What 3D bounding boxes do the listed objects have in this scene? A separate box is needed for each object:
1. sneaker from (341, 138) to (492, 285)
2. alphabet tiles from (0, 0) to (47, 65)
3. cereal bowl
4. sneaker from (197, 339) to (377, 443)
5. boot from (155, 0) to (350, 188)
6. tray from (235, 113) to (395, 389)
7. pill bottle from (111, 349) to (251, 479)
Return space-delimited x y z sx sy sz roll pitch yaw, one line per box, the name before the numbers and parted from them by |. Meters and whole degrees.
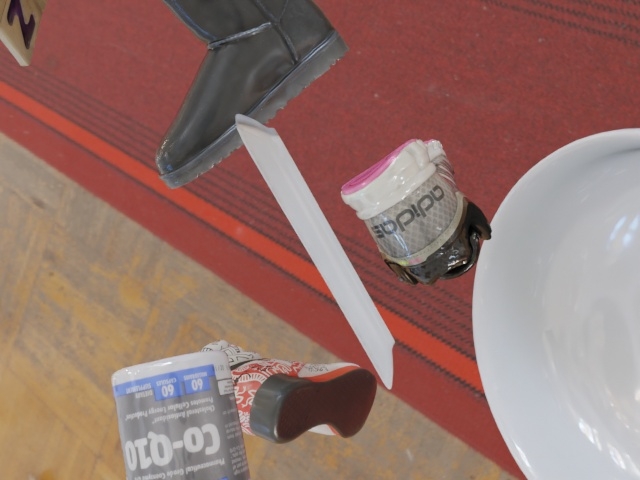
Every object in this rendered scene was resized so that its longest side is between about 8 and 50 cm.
sneaker | 0.057 -0.013 0.420 0.063 0.170 0.075 -32 89 11
alphabet tiles | -0.251 -0.284 0.492 0.011 0.342 0.285 4 70 5
cereal bowl | 0.283 0.079 0.591 0.339 0.141 0.339 18 110 61
sneaker | -0.042 0.169 0.859 0.145 0.270 0.090 16 89 28
boot | -0.219 -0.352 1.060 0.367 0.445 0.146 -44 21 -15
tray | 0.000 0.000 0.690 0.030 0.145 0.270 -29 105 2
pill bottle | -0.086 0.145 0.476 0.078 0.078 0.137 -19 78 33
